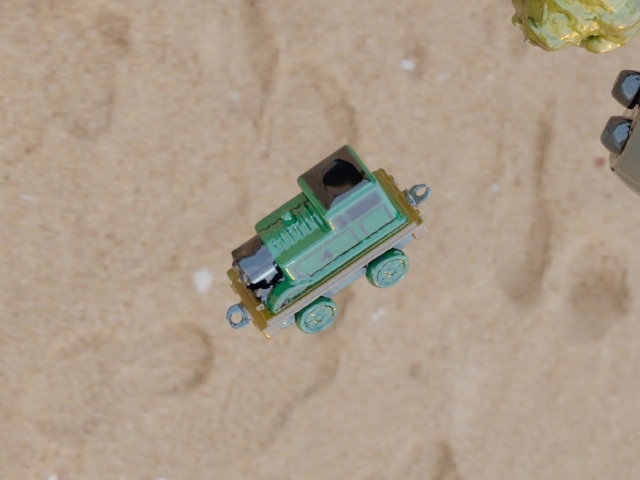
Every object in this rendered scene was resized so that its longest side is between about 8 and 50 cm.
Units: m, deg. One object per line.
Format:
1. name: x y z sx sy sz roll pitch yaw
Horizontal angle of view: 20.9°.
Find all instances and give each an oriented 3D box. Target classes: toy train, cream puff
1. toy train: 0.000 0.000 1.619 0.228 0.091 0.136 -32 139 -2
2. cream puff: 0.206 -0.210 1.455 0.146 0.116 0.146 47 21 -24

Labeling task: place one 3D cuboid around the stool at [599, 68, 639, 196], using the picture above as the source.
1. stool: 0.149 -0.038 0.544 0.096 0.110 0.096 24 90 -85
